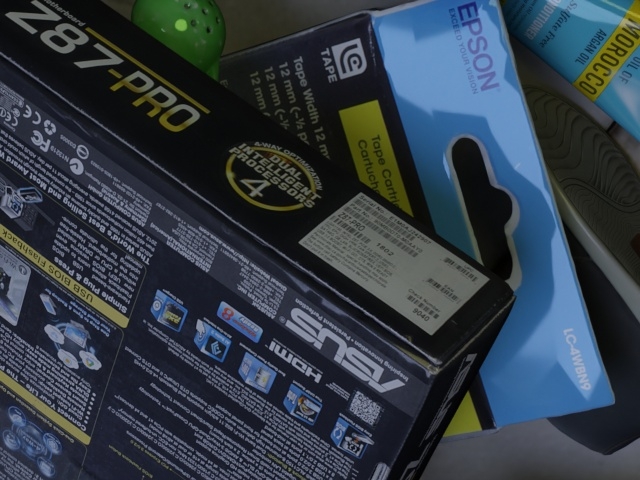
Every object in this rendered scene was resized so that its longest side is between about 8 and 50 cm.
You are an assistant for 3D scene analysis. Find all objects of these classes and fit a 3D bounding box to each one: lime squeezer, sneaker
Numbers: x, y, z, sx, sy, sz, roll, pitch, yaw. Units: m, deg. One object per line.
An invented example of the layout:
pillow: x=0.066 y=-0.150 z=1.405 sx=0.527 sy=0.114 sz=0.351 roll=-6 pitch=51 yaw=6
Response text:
lime squeezer: x=-0.104 y=-0.084 z=1.034 sx=0.110 sy=0.059 sz=0.310 roll=7 pitch=106 yaw=27
sneaker: x=0.144 y=0.024 z=1.061 sx=0.118 sy=0.083 sz=0.222 roll=-35 pitch=88 yaw=40

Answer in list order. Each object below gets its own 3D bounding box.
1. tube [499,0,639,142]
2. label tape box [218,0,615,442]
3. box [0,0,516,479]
tube: x=0.132 y=-0.136 z=1.027 sx=0.207 sy=0.052 sz=0.080 roll=36 pitch=133 yaw=3
label tape box: x=0.000 y=0.000 z=1.098 sx=0.347 sy=0.115 sz=0.249 roll=-14 pitch=97 yaw=29
box: x=-0.121 y=0.043 z=1.012 sx=0.395 sy=0.097 sz=0.318 roll=34 pitch=130 yaw=14
